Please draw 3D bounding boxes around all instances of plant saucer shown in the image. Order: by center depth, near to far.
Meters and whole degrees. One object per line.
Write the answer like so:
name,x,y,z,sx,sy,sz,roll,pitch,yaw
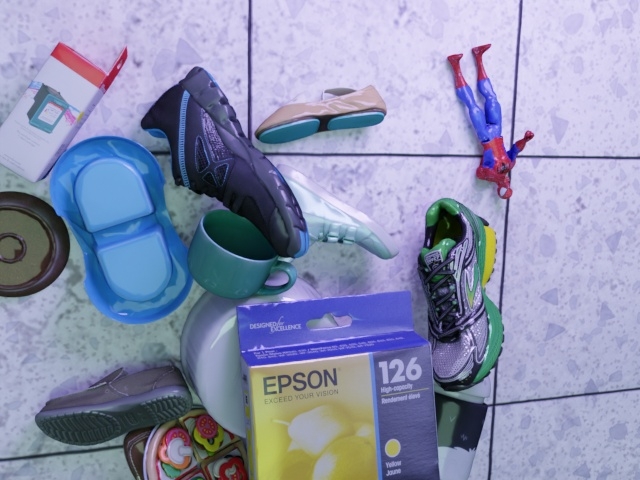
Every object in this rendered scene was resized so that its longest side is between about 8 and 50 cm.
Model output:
plant saucer,-0.475,0.009,0.992,0.169,0.029,0.168,-2,99,-16

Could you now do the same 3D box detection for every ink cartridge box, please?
ink cartridge box,-0.373,-0.200,0.930,0.078,0.134,0.231,34,88,-18
ink cartridge box,0.033,0.241,0.991,0.304,0.072,0.307,-4,89,-21

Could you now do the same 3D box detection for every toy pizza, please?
toy pizza,-0.196,0.370,1.068,0.201,0.032,0.201,25,48,-31

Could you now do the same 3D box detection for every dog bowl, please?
dog bowl,-0.307,-0.018,1.013,0.166,0.074,0.297,-19,105,-13

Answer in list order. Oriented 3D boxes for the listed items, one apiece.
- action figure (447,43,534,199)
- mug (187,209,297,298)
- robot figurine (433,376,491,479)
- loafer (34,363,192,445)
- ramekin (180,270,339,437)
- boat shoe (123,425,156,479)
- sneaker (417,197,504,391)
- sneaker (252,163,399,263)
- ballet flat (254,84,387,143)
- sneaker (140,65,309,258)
action figure,0.313,-0.199,1.139,0.092,0.139,0.280,-22,107,-11
mug,-0.130,0.037,0.988,0.130,0.158,0.097,-5,132,-47
robot figurine,0.201,0.327,1.167,0.174,0.209,0.278,16,86,1
loafer,-0.333,0.264,1.057,0.251,0.087,0.094,-10,129,-4
ramekin,-0.090,0.194,1.082,0.277,0.135,0.277,-3,100,-16
boat shoe,-0.220,0.448,1.095,0.123,0.116,0.324,-34,107,-9
sneaker,0.212,0.086,1.085,0.146,0.134,0.343,32,50,-39
sneaker,-0.001,0.000,1.095,0.256,0.094,0.151,31,84,-9
ballet flat,-0.004,-0.214,1.082,0.232,0.080,0.073,-12,74,-17
sneaker,-0.142,-0.098,0.993,0.140,0.125,0.340,-36,76,1
